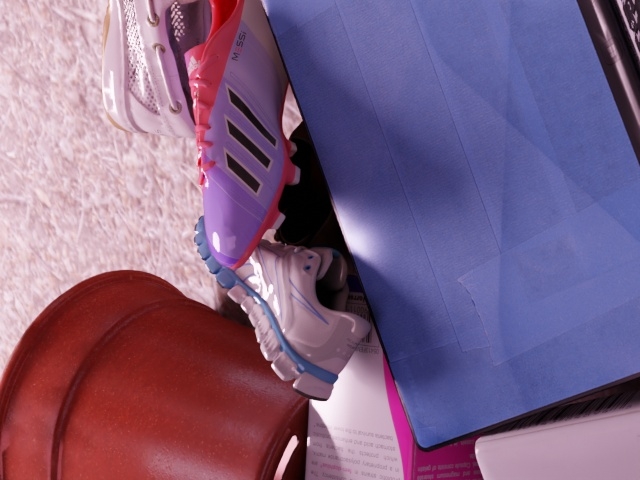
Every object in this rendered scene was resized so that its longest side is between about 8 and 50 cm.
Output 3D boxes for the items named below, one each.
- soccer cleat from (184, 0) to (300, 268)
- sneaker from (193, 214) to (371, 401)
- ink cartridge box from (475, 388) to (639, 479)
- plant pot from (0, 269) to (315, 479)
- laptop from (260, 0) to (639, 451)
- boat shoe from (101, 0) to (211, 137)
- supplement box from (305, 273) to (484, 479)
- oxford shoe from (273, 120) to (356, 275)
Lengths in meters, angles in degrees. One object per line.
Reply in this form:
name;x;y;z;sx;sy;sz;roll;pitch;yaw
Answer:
soccer cleat;-0.064;-0.092;1.141;0.095;0.248;0.083;23;146;-21
sneaker;-0.022;0.027;1.143;0.083;0.071;0.190;-49;52;13
ink cartridge box;0.297;0.241;0.992;0.324;0.071;0.330;-16;98;32
plant pot;-0.085;0.179;1.297;0.265;0.272;0.272;11;120;38
laptop;0.085;-0.090;0.902;0.408;0.236;0.382;36;-146;-79
boat shoe;-0.115;-0.212;1.232;0.096;0.098;0.277;13;120;25
supplement box;0.065;0.138;1.162;0.111;0.114;0.220;4;90;46
oxford shoe;0.000;0.000;1.224;0.083;0.096;0.227;19;127;37
